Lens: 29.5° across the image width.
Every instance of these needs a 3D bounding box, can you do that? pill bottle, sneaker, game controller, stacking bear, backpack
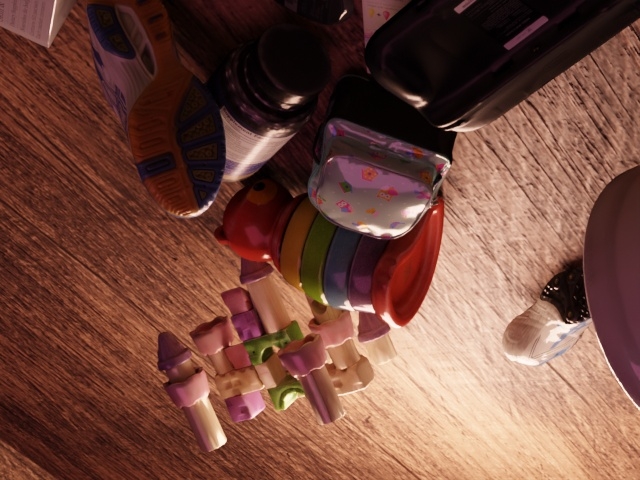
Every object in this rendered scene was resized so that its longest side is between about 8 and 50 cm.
[{"bbox_3d":[-0.078,-0.164,1.448,0.123,0.123,0.219,30,147,-15],"label":"pill bottle"},{"bbox_3d":[-0.193,-0.161,1.435,0.112,0.296,0.131,-16,171,-17],"label":"sneaker"},{"bbox_3d":[0.338,0.103,1.670,0.086,0.085,0.237,4,152,-24],"label":"sneaker"},{"bbox_3d":[0.192,-0.222,1.199,0.166,0.067,0.319,36,131,-22],"label":"game controller"},{"bbox_3d":[0.000,0.000,1.636,0.289,0.175,0.164,19,143,22],"label":"stacking bear"},{"bbox_3d":[0.068,-0.085,1.469,0.166,0.144,0.188,16,152,-3],"label":"backpack"}]

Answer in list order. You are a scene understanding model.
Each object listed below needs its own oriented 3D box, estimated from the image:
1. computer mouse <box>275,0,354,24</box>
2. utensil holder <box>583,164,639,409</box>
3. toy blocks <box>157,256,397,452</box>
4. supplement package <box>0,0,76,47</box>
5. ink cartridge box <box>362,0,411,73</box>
[{"bbox_3d":[-0.071,-0.333,1.251,0.262,0.060,0.184,26,154,14],"label":"computer mouse"},{"bbox_3d":[0.512,0.018,1.193,0.327,0.327,0.385,36,145,-22],"label":"utensil holder"},{"bbox_3d":[-0.072,0.124,1.848,0.288,0.309,0.260,-19,99,31],"label":"toy blocks"},{"bbox_3d":[-0.342,-0.369,1.215,0.263,0.198,0.199,25,149,-5],"label":"supplement package"},{"bbox_3d":[0.104,-0.227,1.302,0.104,0.061,0.181,11,147,13],"label":"ink cartridge box"}]
